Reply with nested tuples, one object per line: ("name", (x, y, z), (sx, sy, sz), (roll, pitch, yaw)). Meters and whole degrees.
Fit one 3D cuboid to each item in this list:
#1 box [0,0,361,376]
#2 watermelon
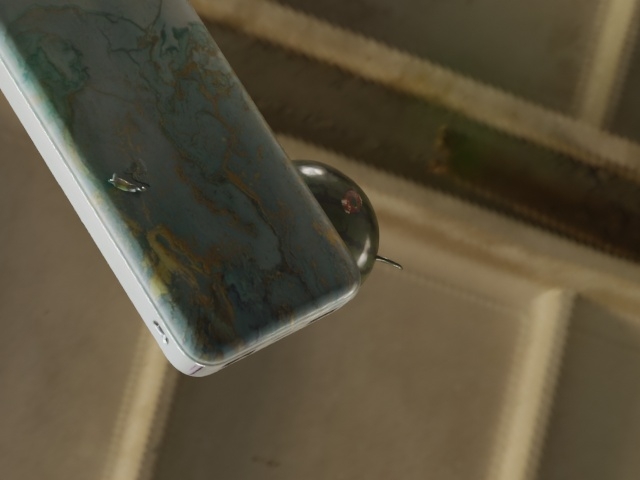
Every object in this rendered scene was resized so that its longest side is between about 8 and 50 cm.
("box", (-0.098, -0.063, 1.115), (0.142, 0.044, 0.285), (-25, -101, -41))
("watermelon", (0.000, 0.000, 1.372), (0.133, 0.105, 0.105), (21, -116, -22))
